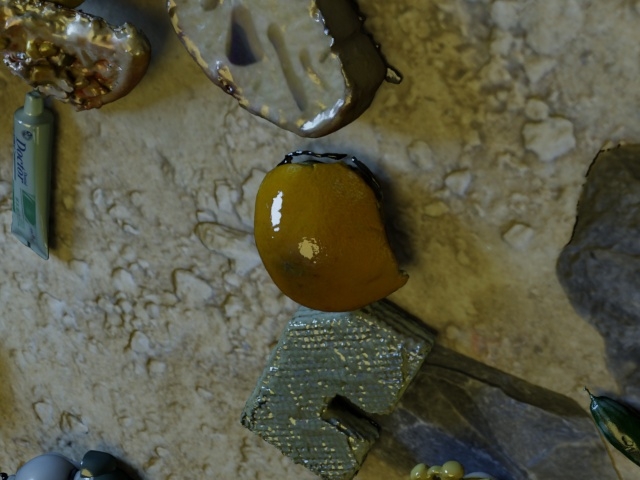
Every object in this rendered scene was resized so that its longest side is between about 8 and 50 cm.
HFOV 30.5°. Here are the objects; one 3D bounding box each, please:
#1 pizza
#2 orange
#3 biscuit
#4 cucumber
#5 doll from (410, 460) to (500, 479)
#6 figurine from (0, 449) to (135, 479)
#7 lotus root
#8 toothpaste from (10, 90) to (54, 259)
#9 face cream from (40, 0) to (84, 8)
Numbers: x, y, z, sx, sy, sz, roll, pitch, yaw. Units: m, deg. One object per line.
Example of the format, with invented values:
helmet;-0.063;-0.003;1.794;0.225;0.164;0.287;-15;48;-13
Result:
pizza;-0.266;-0.186;1.120;0.195;0.052;0.185;26;152;-24
orange;0.000;0.000;1.116;0.170;0.112;0.160;41;132;16
biscuit;0.014;0.152;1.237;0.147;0.046;0.250;34;130;8
cucumber;0.309;0.197;1.104;0.168;0.039;0.039;36;130;3
doll;0.178;0.345;1.240;0.117;0.086;0.291;-17;112;31
figurine;-0.325;0.326;1.493;0.193;0.147;0.126;5;104;6
lotus root;-0.052;-0.207;1.035;0.170;0.074;0.260;-28;102;41
toothpaste;-0.318;-0.072;1.293;0.064;0.041;0.218;33;133;22
face cream;-0.351;-0.290;1.147;0.273;0.078;0.078;16;126;20
